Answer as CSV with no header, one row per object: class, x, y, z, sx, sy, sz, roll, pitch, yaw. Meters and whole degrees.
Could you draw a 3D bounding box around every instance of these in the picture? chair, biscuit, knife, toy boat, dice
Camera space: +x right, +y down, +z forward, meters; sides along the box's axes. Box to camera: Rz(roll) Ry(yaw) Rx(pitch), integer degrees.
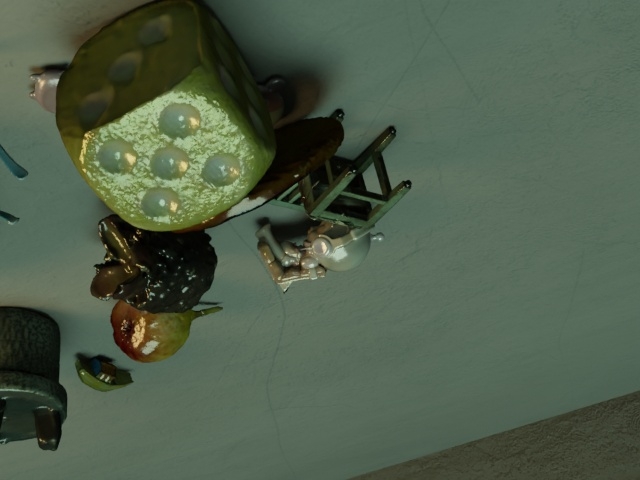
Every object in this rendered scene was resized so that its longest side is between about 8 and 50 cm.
chair,0.018,-0.084,1.655,0.136,0.147,0.270,13,140,-34
biscuit,-0.107,-0.109,1.466,0.318,0.318,0.040,-22,109,18
knife,-0.246,-0.216,1.462,0.398,0.038,0.132,1,144,-17
toy boat,-0.514,0.316,2.225,0.066,0.065,0.172,-42,143,11
dice,-0.210,-0.172,1.313,0.233,0.238,0.227,-26,133,13

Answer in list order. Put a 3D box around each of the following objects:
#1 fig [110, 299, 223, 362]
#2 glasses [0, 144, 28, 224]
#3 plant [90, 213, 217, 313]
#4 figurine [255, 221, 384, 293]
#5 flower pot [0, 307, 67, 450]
fig,-0.313,0.163,1.989,0.257,0.159,0.159,-8,155,-44
glasses,-0.487,-0.142,1.380,0.088,0.220,0.190,-37,167,-40
plant,-0.317,0.042,1.717,0.234,0.204,0.178,5,138,-43
figurine,0.002,0.003,1.820,0.236,0.141,0.162,-20,-175,10
flower pot,-0.684,0.319,1.965,0.299,0.283,0.299,-9,150,-5
